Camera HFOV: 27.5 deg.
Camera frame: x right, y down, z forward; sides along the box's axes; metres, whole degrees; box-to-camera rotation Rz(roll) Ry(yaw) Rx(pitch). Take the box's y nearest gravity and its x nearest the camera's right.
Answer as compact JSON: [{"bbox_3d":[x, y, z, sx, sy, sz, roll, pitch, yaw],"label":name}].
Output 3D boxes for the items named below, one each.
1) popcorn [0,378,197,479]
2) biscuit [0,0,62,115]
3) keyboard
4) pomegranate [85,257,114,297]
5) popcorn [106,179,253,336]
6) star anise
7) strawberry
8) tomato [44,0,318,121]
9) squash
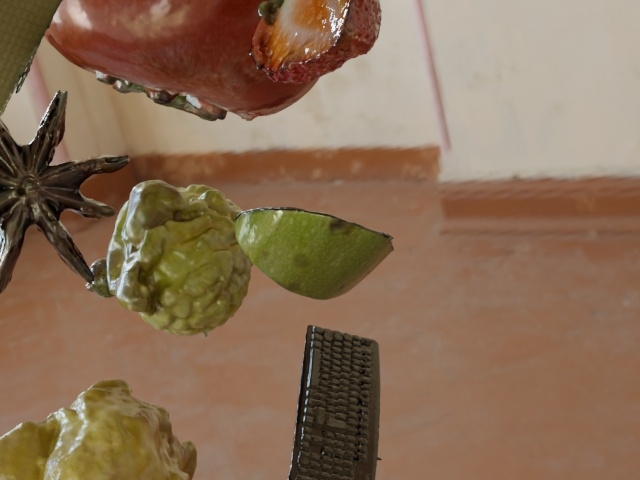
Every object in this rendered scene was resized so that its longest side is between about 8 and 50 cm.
[{"bbox_3d":[-0.237,0.262,1.407,0.190,0.191,0.253,3,33,40],"label":"popcorn"},{"bbox_3d":[-0.270,-0.149,0.862,0.040,0.121,0.199,31,7,33],"label":"biscuit"},{"bbox_3d":[0.019,0.164,1.268,0.087,0.017,0.250,13,31,-3],"label":"keyboard"},{"bbox_3d":[-0.398,0.067,2.389,0.084,0.073,0.073,5,28,27],"label":"pomegranate"},{"bbox_3d":[-0.213,0.029,1.899,0.205,0.237,0.251,-29,-7,32],"label":"popcorn"},{"bbox_3d":[-0.378,-0.065,1.707,0.288,0.288,0.088,-17,2,-8],"label":"star anise"},{"bbox_3d":[0.011,-0.193,1.116,0.082,0.147,0.187,24,17,-22],"label":"strawberry"},{"bbox_3d":[-0.130,-0.275,1.394,0.341,0.273,0.341,18,3,-1],"label":"tomato"},{"bbox_3d":[-0.007,0.023,1.600,0.191,0.085,0.184,18,-14,-21],"label":"squash"}]
